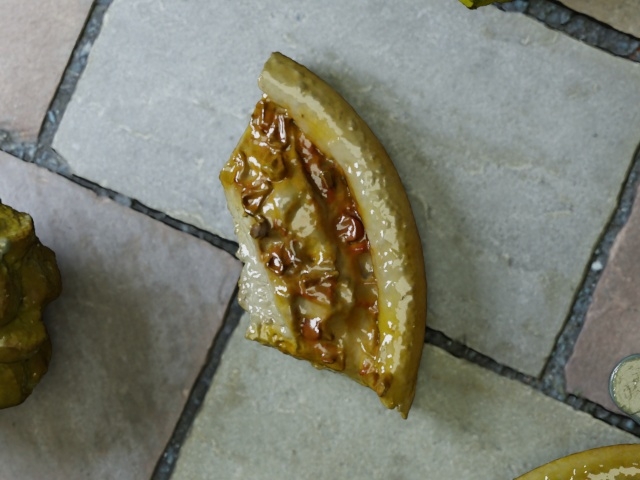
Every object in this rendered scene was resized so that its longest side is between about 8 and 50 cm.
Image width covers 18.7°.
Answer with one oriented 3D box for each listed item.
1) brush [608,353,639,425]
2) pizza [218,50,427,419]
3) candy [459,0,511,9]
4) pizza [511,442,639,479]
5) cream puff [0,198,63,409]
[{"bbox_3d":[0.334,0.234,1.818,0.062,0.027,0.266,-19,90,14],"label":"brush"},{"bbox_3d":[0.000,0.000,1.826,0.182,0.074,0.365,-14,90,-1],"label":"pizza"},{"bbox_3d":[0.147,-0.320,1.789,0.106,0.094,0.198,-21,84,13],"label":"candy"},{"bbox_3d":[0.237,0.279,1.796,0.268,0.087,0.257,20,98,10],"label":"pizza"},{"bbox_3d":[-0.354,0.053,1.813,0.244,0.196,0.244,0,92,9],"label":"cream puff"}]
